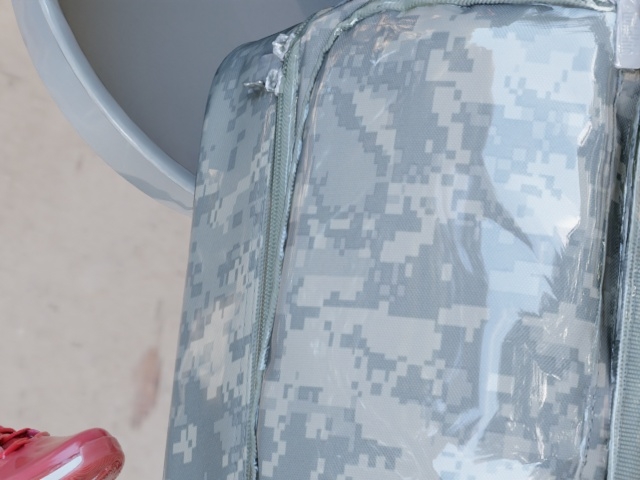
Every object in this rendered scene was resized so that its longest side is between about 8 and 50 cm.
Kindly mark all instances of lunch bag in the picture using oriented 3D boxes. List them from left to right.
[{"bbox_3d":[0.074,0.029,0.869,0.256,0.212,0.305,-7,73,59],"label":"lunch bag"}]

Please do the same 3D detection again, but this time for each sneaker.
[{"bbox_3d":[-0.239,0.142,1.325,0.221,0.087,0.128,-27,78,28],"label":"sneaker"}]

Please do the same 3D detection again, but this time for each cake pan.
[{"bbox_3d":[-0.051,-0.130,1.050,0.054,0.293,0.293,-30,66,43],"label":"cake pan"}]
